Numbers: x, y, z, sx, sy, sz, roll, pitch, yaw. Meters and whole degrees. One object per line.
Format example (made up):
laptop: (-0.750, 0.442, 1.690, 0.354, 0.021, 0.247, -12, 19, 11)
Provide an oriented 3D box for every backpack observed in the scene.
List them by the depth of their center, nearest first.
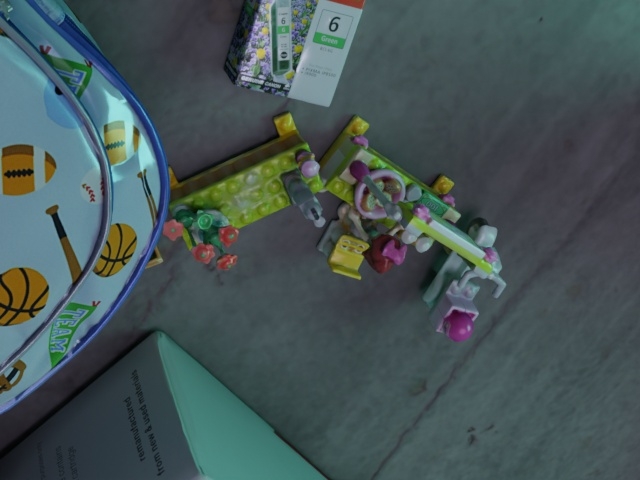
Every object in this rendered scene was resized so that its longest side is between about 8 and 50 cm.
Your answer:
backpack: (-0.203, -0.037, 0.477, 0.276, 0.213, 0.263, -43, 134, 3)

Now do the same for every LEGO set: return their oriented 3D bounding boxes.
LEGO set: (0.000, 0.000, 0.622, 0.287, 0.107, 0.132, 6, 116, -24)

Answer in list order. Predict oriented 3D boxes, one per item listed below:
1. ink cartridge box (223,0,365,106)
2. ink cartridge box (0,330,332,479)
ink cartridge box: (-0.008, -0.139, 0.587, 0.063, 0.029, 0.115, 9, 115, -24)
ink cartridge box: (-0.154, 0.297, 0.701, 0.385, 0.160, 0.279, -40, 124, 5)
